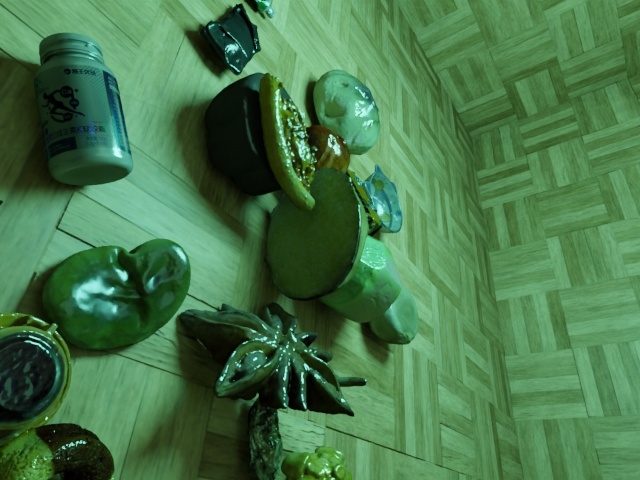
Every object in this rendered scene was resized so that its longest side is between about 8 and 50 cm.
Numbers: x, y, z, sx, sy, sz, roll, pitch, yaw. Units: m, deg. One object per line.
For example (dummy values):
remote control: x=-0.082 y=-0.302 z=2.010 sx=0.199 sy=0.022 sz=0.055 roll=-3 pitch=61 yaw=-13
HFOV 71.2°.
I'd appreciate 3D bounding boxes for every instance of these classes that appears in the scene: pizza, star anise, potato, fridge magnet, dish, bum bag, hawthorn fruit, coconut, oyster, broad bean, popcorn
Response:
pizza: x=-0.059 y=-0.188 z=0.884 sx=0.134 sy=0.056 sz=0.271 roll=-20 pitch=103 yaw=-51
star anise: x=-0.074 y=0.212 z=0.778 sx=0.292 sy=0.109 sz=0.349 roll=50 pitch=23 yaw=23
potato: x=0.000 y=0.000 z=0.957 sx=0.116 sy=0.239 sz=0.299 roll=43 pitch=36 yaw=-50
fridge magnet: x=-0.343 y=0.151 z=0.492 sx=0.143 sy=0.063 sz=0.143 roll=33 pitch=50 yaw=-51
dish: x=0.172 y=-0.121 z=1.422 sx=0.236 sy=0.086 sz=0.228 roll=-17 pitch=89 yaw=-59
bum bag: x=-0.194 y=-0.474 z=1.045 sx=0.123 sy=0.060 sz=0.248 roll=52 pitch=36 yaw=-28
hawthorn fruit: x=-0.011 y=-0.189 z=1.095 sx=0.173 sy=0.173 sz=0.179 roll=12 pitch=64 yaw=-55
coconut: x=0.089 y=0.086 z=1.079 sx=0.236 sy=0.235 sz=0.205 roll=36 pitch=74 yaw=-45
oyster: x=-0.097 y=0.342 z=0.793 sx=0.108 sy=0.053 sz=0.166 roll=8 pitch=67 yaw=-60
broad bean: x=-0.281 y=0.074 z=0.638 sx=0.206 sy=0.072 sz=0.153 roll=-33 pitch=101 yaw=-46
popcorn: x=-0.006 y=0.460 z=0.782 sx=0.194 sy=0.140 sz=0.164 roll=-58 pitch=150 yaw=-46

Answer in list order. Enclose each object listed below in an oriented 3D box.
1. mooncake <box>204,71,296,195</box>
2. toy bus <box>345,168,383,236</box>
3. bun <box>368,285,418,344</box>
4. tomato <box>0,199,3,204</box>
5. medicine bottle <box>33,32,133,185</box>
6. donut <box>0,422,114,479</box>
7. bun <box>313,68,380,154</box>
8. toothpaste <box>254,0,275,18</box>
mooncake: x=-0.131 y=-0.219 z=0.945 sx=0.245 sy=0.133 sz=0.245 roll=32 pitch=50 yaw=-49
toy bus: x=0.073 y=-0.100 z=1.188 sx=0.114 sy=0.098 sz=0.201 roll=21 pitch=37 yaw=-49
bun: x=0.197 y=0.215 z=1.269 sx=0.166 sy=0.113 sz=0.173 roll=-10 pitch=85 yaw=-51
tomato: x=-0.409 y=-0.052 z=0.415 sx=0.167 sy=0.167 sz=0.167 roll=32 pitch=49 yaw=-47
medicine bottle: x=-0.335 y=-0.182 z=0.629 sx=0.107 sy=0.107 sz=0.192 roll=-4 pitch=78 yaw=-58
donut: x=-0.293 y=0.272 z=0.488 sx=0.140 sy=0.059 sz=0.141 roll=-8 pitch=100 yaw=-55
bun: x=0.095 y=-0.389 z=1.363 sx=0.273 sy=0.168 sz=0.273 roll=44 pitch=33 yaw=-39
toothpaste: x=-0.204 y=-0.671 z=1.144 sx=0.248 sy=0.046 sz=0.078 roll=37 pitch=44 yaw=-41
